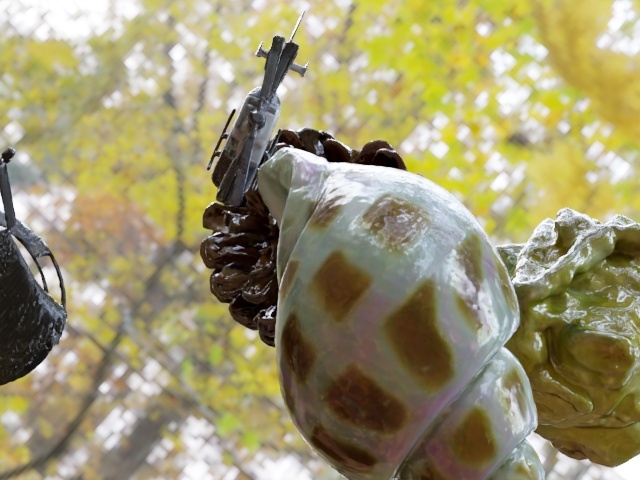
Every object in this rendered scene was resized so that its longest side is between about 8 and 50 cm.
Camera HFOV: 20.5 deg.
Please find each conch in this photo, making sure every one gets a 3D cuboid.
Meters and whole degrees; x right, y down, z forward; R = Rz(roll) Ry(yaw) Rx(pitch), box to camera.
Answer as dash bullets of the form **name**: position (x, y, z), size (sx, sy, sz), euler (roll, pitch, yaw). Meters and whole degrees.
- **conch**: position (0.067, 0.084, 1.431), size (0.249, 0.197, 0.368), euler (38, 41, -78)

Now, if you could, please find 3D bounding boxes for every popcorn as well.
- **popcorn**: position (0.307, 0.110, 2.158), size (0.312, 0.312, 0.312), euler (29, -31, 20)

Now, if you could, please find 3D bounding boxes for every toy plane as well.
- **toy plane**: position (-0.053, -0.114, 1.591), size (0.053, 0.197, 0.078), euler (24, -15, -4)

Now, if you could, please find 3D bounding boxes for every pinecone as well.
- **pinecone**: position (0.001, -0.002, 2.148), size (0.242, 0.296, 0.298), euler (-34, -117, 46)

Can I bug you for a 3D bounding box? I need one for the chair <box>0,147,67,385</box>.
- **chair**: position (-0.312, 0.014, 1.502), size (0.149, 0.174, 0.213), euler (16, -41, 35)
